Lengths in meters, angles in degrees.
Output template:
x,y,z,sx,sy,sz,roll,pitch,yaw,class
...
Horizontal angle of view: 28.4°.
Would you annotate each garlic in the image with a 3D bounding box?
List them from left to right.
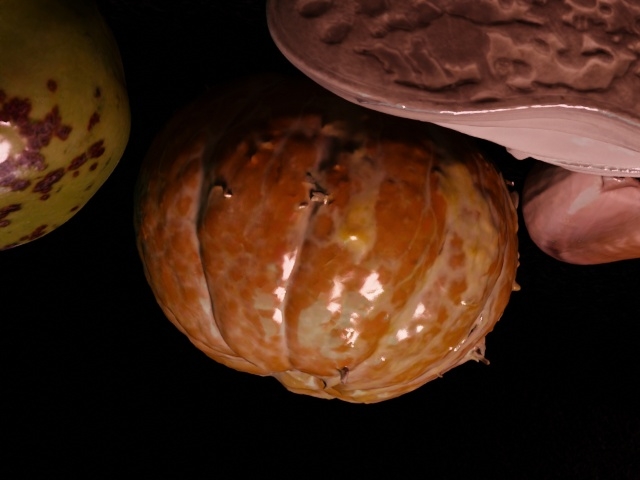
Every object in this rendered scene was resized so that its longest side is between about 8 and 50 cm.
x,y,z,sx,sy,sz,roll,pitch,yaw,class
0.215,-0.034,1.034,0.101,0.087,0.195,-2,160,16,garlic

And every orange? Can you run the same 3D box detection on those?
x,y,z,sx,sy,sz,roll,pitch,yaw,class
0.000,0.000,1.053,0.329,0.249,0.329,11,168,3,orange

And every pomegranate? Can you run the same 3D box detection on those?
x,y,z,sx,sy,sz,roll,pitch,yaw,class
-0.264,-0.104,0.891,0.254,0.270,0.254,32,152,19,pomegranate

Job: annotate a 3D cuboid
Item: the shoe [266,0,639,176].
x,y,z,sx,sy,sz,roll,pitch,yaw,class
0.128,-0.102,0.747,0.316,0.124,0.159,15,175,3,shoe
